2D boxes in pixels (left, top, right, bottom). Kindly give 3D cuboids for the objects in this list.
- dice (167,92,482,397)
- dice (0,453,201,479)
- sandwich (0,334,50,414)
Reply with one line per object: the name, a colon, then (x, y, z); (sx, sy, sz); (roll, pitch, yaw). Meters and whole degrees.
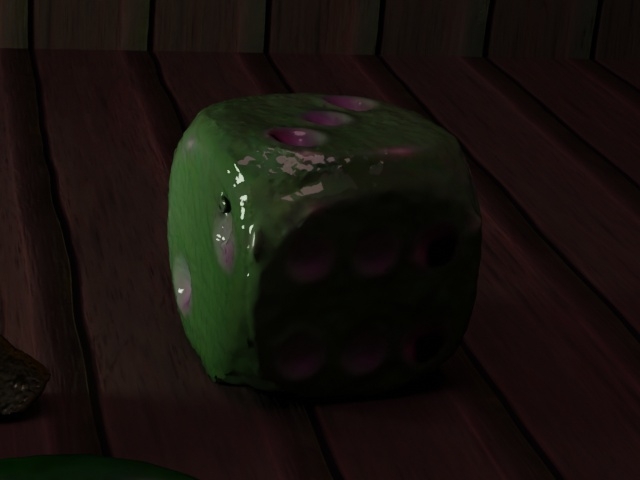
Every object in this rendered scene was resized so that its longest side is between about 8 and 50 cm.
dice: (0.000, 0.000, 2.190); (0.322, 0.318, 0.330); (-4, 22, -21)
dice: (-0.187, 0.345, 1.232); (0.300, 0.297, 0.287); (2, 23, -7)
sandwich: (-0.483, 0.151, 1.974); (0.254, 0.288, 0.100); (-52, 27, -14)
